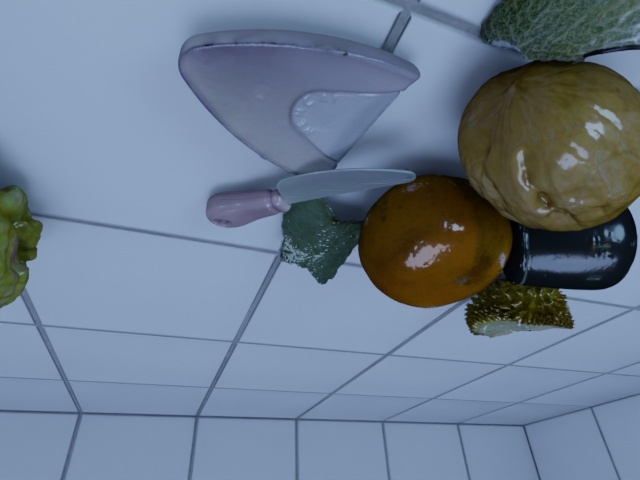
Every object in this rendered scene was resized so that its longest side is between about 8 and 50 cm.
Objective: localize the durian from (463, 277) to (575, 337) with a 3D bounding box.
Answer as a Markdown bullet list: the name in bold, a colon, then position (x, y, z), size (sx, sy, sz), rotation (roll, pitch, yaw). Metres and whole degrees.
- **durian**: position (0.433, 0.146, 0.914), size (0.183, 0.138, 0.249), rotation (-18, 167, -35)

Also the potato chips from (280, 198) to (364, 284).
- **potato chips**: position (0.000, -0.007, 0.713), size (0.167, 0.059, 0.228), rotation (-30, 138, 26)

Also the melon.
- **melon**: position (0.259, -0.249, 0.384), size (0.202, 0.093, 0.139), rotation (11, 125, 32)

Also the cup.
- **cup**: position (0.382, -0.027, 0.654), size (0.176, 0.169, 0.223), rotation (-4, 111, 14)

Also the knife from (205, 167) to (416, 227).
- **knife**: position (-0.034, -0.073, 0.587), size (0.336, 0.043, 0.081), rotation (-11, 155, 27)

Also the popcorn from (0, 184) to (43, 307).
- **popcorn**: position (-0.523, 0.002, 0.572), size (0.259, 0.259, 0.212), rotation (-7, 170, 6)

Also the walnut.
- **walnut**: position (0.269, -0.110, 0.474), size (0.221, 0.195, 0.195), rotation (29, 134, -34)

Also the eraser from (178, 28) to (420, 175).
- **eraser**: position (-0.039, -0.173, 0.472), size (0.243, 0.059, 0.204), rotation (15, 142, -30)

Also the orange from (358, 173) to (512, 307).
- **orange**: position (0.174, -0.002, 0.640), size (0.240, 0.171, 0.240), rotation (-6, 140, -5)
